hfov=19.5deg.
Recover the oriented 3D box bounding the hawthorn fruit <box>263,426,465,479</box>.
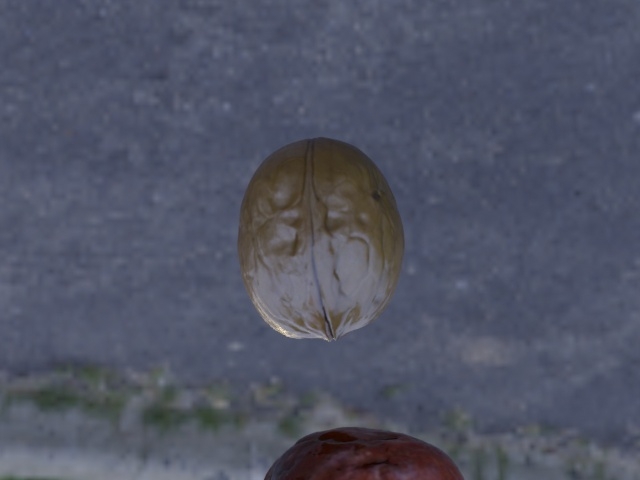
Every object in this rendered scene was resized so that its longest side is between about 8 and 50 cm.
[{"bbox_3d":[0.075,0.289,1.839,0.271,0.242,0.242,-13,158,-17],"label":"hawthorn fruit"}]

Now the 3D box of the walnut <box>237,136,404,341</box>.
[{"bbox_3d":[0.000,0.000,1.860,0.167,0.207,0.167,-5,167,-1],"label":"walnut"}]
